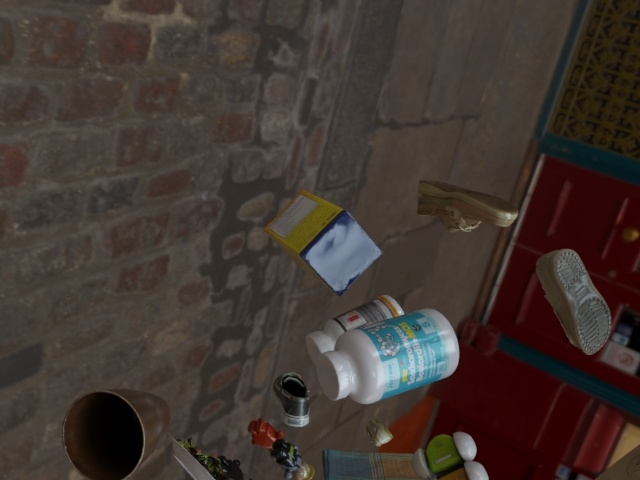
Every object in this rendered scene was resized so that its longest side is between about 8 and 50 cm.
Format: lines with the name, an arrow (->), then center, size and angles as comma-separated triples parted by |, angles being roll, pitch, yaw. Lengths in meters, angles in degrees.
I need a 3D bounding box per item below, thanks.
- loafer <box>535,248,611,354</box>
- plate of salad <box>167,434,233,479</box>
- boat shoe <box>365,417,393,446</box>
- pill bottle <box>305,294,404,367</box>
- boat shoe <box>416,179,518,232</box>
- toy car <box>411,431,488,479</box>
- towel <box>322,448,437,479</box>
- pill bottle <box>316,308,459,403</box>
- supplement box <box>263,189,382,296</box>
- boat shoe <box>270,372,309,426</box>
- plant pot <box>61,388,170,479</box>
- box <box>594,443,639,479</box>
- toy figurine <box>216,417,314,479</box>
loafer -> 0.555, 0.129, 1.584 | 0.102, 0.092, 0.268 | -30, 108, -14
plate of salad -> -0.173, 0.380, 1.162 | 0.048, 0.200, 0.200 | -43, 147, -21
boat shoe -> 0.134, 0.475, 1.764 | 0.048, 0.056, 0.153 | -37, -178, -13
pill bottle -> 0.107, 0.281, 2.108 | 0.278, 0.162, 0.162 | -22, 136, -19
boat shoe -> 0.364, -0.072, 1.821 | 0.122, 0.341, 0.110 | 5, 101, -28
toy car -> 0.320, 0.560, 1.727 | 0.159, 0.182, 0.136 | -31, 138, 15
towel -> 0.191, 0.647, 1.989 | 0.271, 0.370, 0.040 | -107, -161, -82
pill bottle -> 0.128, 0.231, 1.406 | 0.264, 0.146, 0.146 | -13, 127, -26
supplement box -> 0.000, 0.000, 2.270 | 0.194, 0.356, 0.195 | -45, 117, -6
boat shoe -> -0.059, 0.324, 1.551 | 0.219, 0.078, 0.070 | -142, -123, -74
plant pot -> -0.467, 0.449, 1.749 | 0.215, 0.215, 0.230 | -69, 165, 5
box -> 0.606, 0.401, 1.296 | 0.164, 0.021, 0.201 | -30, 172, -12
toy figurine -> -0.145, 0.588, 1.835 | 0.213, 0.209, 0.148 | -45, 119, -17
